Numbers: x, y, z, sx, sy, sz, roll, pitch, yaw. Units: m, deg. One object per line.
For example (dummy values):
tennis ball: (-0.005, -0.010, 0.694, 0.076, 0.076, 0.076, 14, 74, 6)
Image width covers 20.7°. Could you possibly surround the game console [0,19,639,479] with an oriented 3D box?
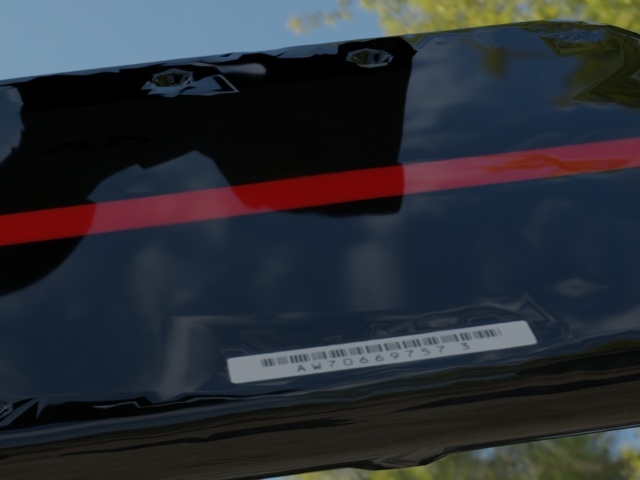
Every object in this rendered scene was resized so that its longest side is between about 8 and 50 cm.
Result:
game console: (0.000, 0.000, 0.716, 0.387, 0.342, 0.060, -8, -63, -7)
